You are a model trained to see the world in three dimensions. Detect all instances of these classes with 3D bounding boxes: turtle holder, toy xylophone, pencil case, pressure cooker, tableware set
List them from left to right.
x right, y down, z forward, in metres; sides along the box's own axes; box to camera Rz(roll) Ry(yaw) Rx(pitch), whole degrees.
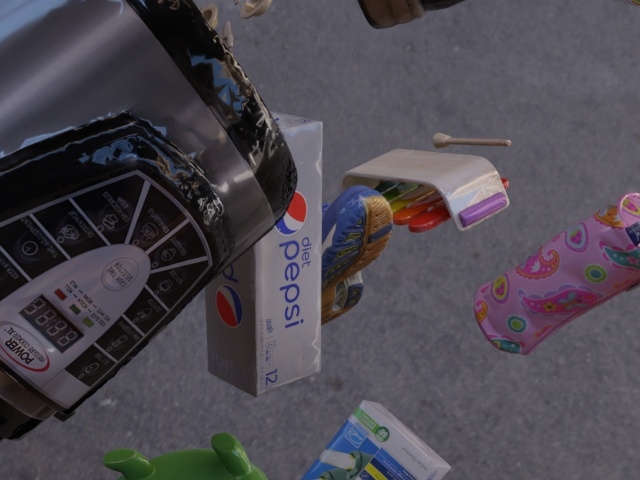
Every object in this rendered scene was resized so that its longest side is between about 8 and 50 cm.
[{"bbox_3d":[-0.273,-0.037,0.832,0.420,0.375,0.370,-40,88,-8],"label":"pressure cooker"},{"bbox_3d":[-0.125,0.377,1.290,0.320,0.227,0.243,-21,35,1],"label":"turtle holder"},{"bbox_3d":[-0.112,-0.281,1.315,0.020,0.169,0.141,35,15,-34],"label":"tableware set"},{"bbox_3d":[0.183,-0.100,1.767,0.236,0.322,0.081,-24,111,-23],"label":"toy xylophone"},{"bbox_3d":[0.341,0.051,1.441,0.124,0.284,0.124,28,42,-30],"label":"pencil case"}]

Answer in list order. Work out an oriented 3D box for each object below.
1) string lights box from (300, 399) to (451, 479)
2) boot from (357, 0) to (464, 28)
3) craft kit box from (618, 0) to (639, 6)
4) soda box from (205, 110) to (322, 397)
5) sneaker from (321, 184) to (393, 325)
[{"bbox_3d":[0.036,0.354,1.404,0.133,0.077,0.260,39,94,25],"label":"string lights box"},{"bbox_3d":[0.133,-0.243,0.528,0.284,0.377,0.138,-5,67,8],"label":"boot"},{"bbox_3d":[0.453,-0.378,1.419,0.246,0.061,0.250,-19,31,-27],"label":"craft kit box"},{"bbox_3d":[-0.061,0.012,1.136,0.098,0.091,0.286,-16,113,-40],"label":"soda box"},{"bbox_3d":[0.000,0.000,1.363,0.111,0.296,0.131,-23,69,-24],"label":"sneaker"}]
